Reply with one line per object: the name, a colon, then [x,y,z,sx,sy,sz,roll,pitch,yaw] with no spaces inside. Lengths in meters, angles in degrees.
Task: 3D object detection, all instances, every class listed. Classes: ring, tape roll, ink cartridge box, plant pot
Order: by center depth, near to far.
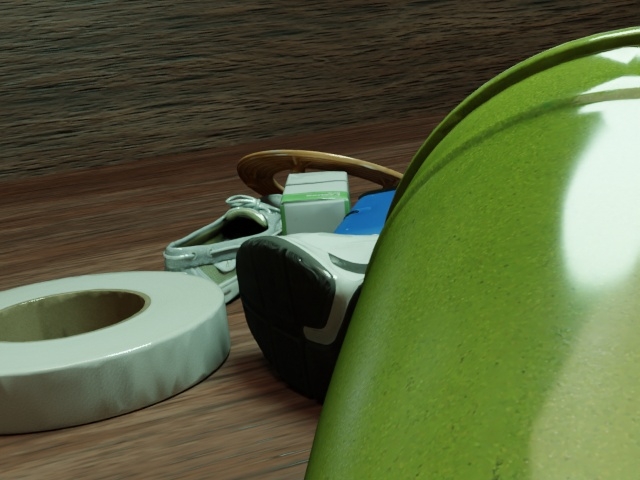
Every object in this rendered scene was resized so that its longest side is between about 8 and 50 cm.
plant pot: [0.139,0.128,0.462,0.367,0.366,0.353,0,26,26]
tape roll: [-0.300,0.120,1.216,0.392,0.072,0.392,-7,13,2]
ink cartridge box: [0.000,0.000,1.388,0.093,0.160,0.219,-4,14,3]
ring: [0.029,-0.068,1.619,0.337,0.032,0.336,11,-14,3]

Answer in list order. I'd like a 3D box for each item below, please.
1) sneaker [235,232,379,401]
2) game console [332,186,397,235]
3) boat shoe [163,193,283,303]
sneaker: [0.109,0.052,1.044,0.258,0.169,0.447,-18,13,-31]
game console: [0.192,0.010,1.236,0.293,0.173,0.250,-10,18,22]
boat shoe: [-0.124,-0.004,1.498,0.118,0.103,0.320,10,28,28]
